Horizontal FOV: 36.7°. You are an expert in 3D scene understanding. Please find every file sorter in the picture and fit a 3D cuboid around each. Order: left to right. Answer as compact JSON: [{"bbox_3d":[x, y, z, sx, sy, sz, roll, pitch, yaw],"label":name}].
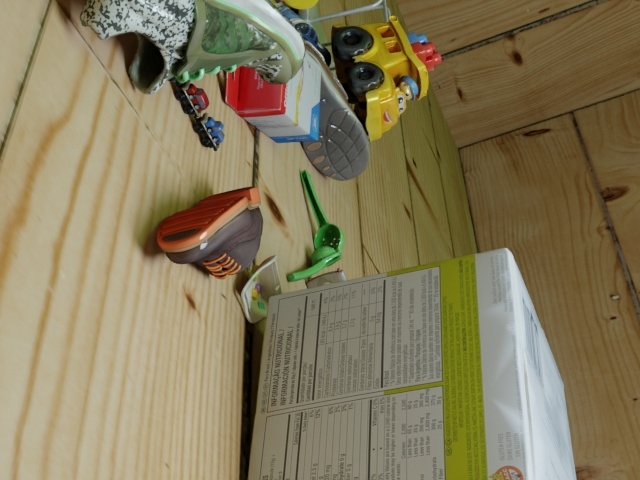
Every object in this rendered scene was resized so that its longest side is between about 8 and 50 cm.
[{"bbox_3d":[0.067,-0.425,2.022,0.278,0.173,0.193,70,13,-48],"label":"file sorter"}]

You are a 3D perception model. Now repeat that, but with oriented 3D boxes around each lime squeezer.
[{"bbox_3d":[0.000,0.000,1.614,0.310,0.058,0.110,-84,152,-54],"label":"lime squeezer"}]

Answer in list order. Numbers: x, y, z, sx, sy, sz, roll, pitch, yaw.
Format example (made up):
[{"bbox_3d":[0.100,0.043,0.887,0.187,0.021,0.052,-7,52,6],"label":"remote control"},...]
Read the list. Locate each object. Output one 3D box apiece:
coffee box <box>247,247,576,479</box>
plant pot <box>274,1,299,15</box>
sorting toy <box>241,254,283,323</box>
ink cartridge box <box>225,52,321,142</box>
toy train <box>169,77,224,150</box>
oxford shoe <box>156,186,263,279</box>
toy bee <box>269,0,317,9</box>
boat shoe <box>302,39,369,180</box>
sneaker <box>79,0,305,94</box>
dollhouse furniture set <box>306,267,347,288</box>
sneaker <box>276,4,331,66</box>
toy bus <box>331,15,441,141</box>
[{"bbox_3d":[0.129,0.266,1.217,0.338,0.334,0.338,59,26,-43],"label":"coffee box"},{"bbox_3d":[-0.083,-0.509,1.925,0.236,0.032,0.237,-18,90,-76],"label":"plant pot"},{"bbox_3d":[-0.083,0.072,1.281,0.075,0.044,0.083,-45,129,-59],"label":"sorting toy"},{"bbox_3d":[-0.071,-0.249,1.536,0.231,0.077,0.134,27,64,-70],"label":"ink cartridge box"},{"bbox_3d":[-0.166,-0.186,1.270,0.027,0.036,0.158,-85,154,-54],"label":"toy train"},{"bbox_3d":[-0.115,0.000,1.143,0.271,0.096,0.099,-42,120,-73],"label":"oxford shoe"},{"bbox_3d":[-0.081,-0.390,1.322,0.195,0.162,0.298,45,26,-12],"label":"toy bee"},{"bbox_3d":[0.004,-0.250,1.788,0.116,0.123,0.324,-93,161,-47],"label":"boat shoe"},{"bbox_3d":[-0.162,-0.254,1.167,0.158,0.182,0.410,39,4,24],"label":"sneaker"},{"bbox_3d":[0.073,0.113,1.501,0.129,0.183,0.129,-68,138,-67],"label":"dollhouse furniture set"},{"bbox_3d":[-0.037,-0.376,1.851,0.081,0.080,0.211,54,-6,23],"label":"sneaker"},{"bbox_3d":[0.138,-0.320,1.850,0.149,0.211,0.220,85,-12,-54],"label":"toy bus"}]
